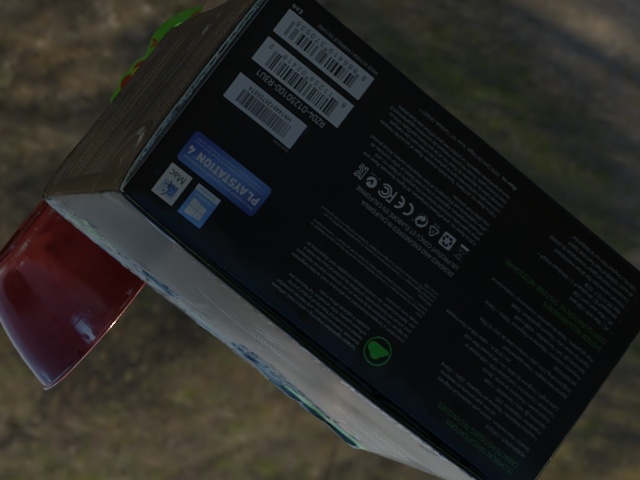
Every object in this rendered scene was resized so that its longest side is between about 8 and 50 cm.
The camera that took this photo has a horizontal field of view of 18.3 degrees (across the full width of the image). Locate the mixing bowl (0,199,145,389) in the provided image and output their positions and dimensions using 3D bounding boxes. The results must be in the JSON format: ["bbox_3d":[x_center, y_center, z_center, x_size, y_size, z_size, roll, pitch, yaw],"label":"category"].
[{"bbox_3d":[-0.205,0.020,1.614,0.098,0.181,0.181,40,163,-11],"label":"mixing bowl"}]

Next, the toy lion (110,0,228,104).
[{"bbox_3d":[-0.095,-0.107,1.325,0.096,0.100,0.034,-11,153,21],"label":"toy lion"}]

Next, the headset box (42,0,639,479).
[{"bbox_3d":[0.000,0.000,1.037,0.246,0.131,0.283,39,171,-13],"label":"headset box"}]
